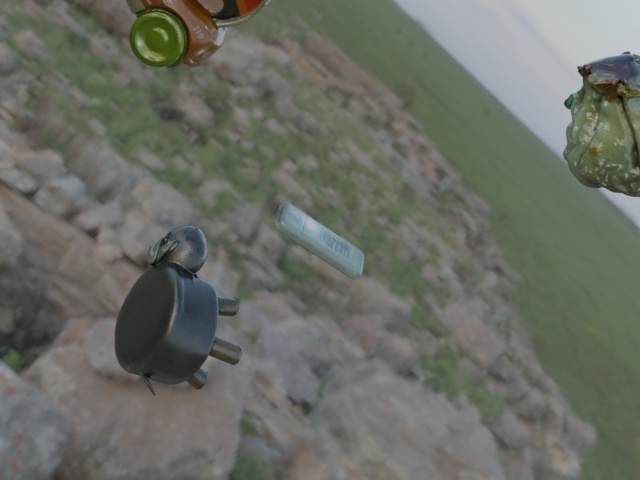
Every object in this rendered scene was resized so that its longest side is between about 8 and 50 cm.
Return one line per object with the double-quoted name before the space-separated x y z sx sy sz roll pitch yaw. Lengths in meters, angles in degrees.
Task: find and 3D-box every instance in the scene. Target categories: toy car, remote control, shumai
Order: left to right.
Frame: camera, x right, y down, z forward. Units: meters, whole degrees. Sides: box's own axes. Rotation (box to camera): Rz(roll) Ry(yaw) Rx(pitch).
"toy car" -0.161 -0.350 1.656 0.235 0.235 0.145 42 16 -8
"remote control" 0.000 0.000 1.534 0.124 0.018 0.053 33 33 -16
"shumai" 0.388 -0.152 1.542 0.184 0.184 0.142 50 -20 33

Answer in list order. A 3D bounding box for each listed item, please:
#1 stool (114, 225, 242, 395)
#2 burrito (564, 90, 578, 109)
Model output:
"stool" -0.185 0.101 1.777 0.139 0.228 0.153 22 2 -34
"burrito" 0.536 -0.238 2.098 0.066 0.309 0.096 165 -83 -68
